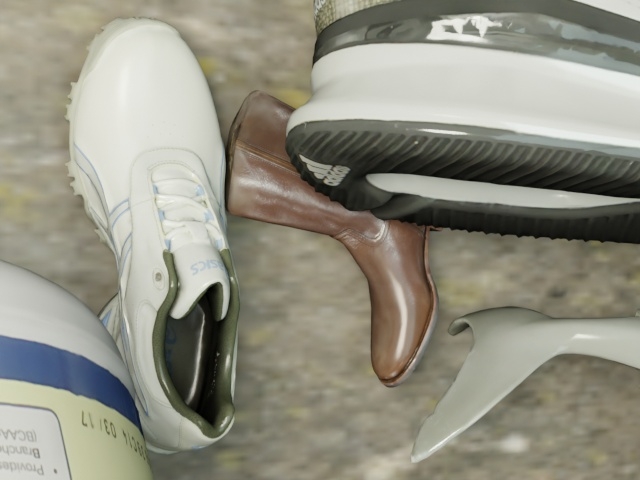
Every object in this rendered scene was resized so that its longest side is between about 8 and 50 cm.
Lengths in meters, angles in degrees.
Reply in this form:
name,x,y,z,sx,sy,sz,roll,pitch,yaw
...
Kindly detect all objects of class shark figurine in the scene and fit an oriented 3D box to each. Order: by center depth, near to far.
name,x,y,z,sx,sy,sz,roll,pitch,yaw
shark figurine,0.187,0.097,0.752,0.278,0.166,0.116,28,50,-33

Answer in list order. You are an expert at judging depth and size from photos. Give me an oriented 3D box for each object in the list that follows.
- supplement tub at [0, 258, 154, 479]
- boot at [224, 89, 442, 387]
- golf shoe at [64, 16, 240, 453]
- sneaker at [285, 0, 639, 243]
name,x,y,z,sx,sy,sz,roll,pitch,yaw
supplement tub,-0.136,0.188,0.464,0.235,0.235,0.324,-1,61,-32
boot,0.000,0.000,0.719,0.114,0.037,0.106,20,69,-34
golf shoe,-0.054,-0.002,0.659,0.069,0.086,0.176,-7,95,-29
sneaker,0.217,-0.122,0.710,0.448,0.169,0.257,8,77,-12
